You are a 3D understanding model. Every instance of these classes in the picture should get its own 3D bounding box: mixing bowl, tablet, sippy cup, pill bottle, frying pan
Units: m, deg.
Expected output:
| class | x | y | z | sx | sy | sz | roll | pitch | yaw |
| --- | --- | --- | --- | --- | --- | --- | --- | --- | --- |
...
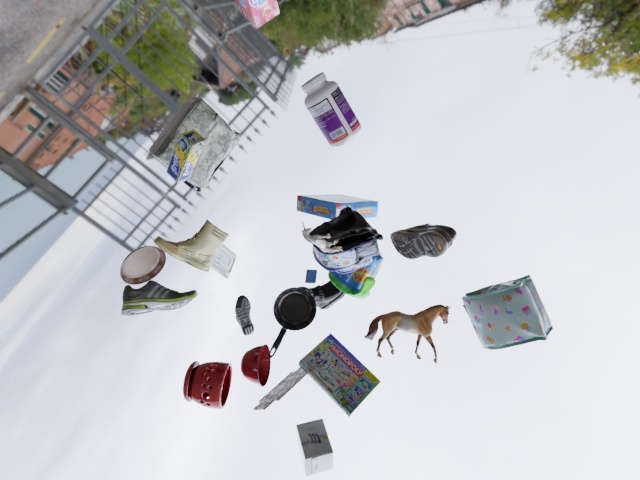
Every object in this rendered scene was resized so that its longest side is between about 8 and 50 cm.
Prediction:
| class | x | y | z | sx | sy | sz | roll | pitch | yaw |
| --- | --- | --- | --- | --- | --- | --- | --- | --- | --- |
| mixing bowl | -0.293 | 0.551 | 1.884 | 0.098 | 0.181 | 0.181 | -1 | -139 | 10 |
| tablet | -0.046 | 0.176 | 2.080 | 0.054 | 0.006 | 0.083 | 1 | -132 | 6 |
| sippy cup | 0.188 | 0.132 | 2.100 | 0.305 | 0.240 | 0.224 | 40 | -70 | 30 |
| pill bottle | 0.047 | -0.615 | 2.000 | 0.181 | 0.323 | 0.181 | -29 | -156 | 14 |
| frying pan | -0.123 | 0.375 | 1.936 | 0.053 | 0.197 | 0.326 | -165 | -99 | -85 |

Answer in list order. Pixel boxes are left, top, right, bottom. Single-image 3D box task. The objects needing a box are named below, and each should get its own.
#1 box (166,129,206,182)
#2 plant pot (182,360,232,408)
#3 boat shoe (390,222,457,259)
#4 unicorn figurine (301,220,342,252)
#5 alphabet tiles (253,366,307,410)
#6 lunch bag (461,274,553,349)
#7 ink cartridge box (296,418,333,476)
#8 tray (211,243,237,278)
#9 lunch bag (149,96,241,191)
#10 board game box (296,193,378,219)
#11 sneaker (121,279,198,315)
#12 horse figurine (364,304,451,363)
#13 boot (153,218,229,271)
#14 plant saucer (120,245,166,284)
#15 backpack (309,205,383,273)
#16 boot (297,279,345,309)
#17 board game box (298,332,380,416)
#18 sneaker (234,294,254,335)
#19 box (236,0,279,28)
| class | x | y | z | sx | sy | sz | roll | pitch | yaw |
| --- | --- | --- | --- | --- | --- | --- | --- | --- | --- |
| box | -0.418 | -0.258 | 1.314 | 0.059 | 0.054 | 0.169 | -41 | 173 | -50 |
| plant pot | -0.481 | 0.610 | 1.806 | 0.191 | 0.174 | 0.191 | 5 | 90 | -90 |
| boat shoe | 0.427 | -0.001 | 1.762 | 0.130 | 0.132 | 0.355 | -27 | -165 | -21 |
| unicorn figurine | 0.000 | 0.000 | 1.526 | 0.111 | 0.162 | 0.060 | -7 | -140 | 46 |
| alphabet tiles | -0.173 | 0.707 | 2.073 | 0.342 | 0.011 | 0.285 | -35 | 178 | -32 |
| lunch bag | 0.672 | 0.271 | 1.560 | 0.160 | 0.223 | 0.262 | -18 | 172 | -46 |
| ink cartridge box | -0.026 | 0.906 | 1.863 | 0.127 | 0.128 | 0.176 | -8 | -148 | -12 |
| tray | -0.507 | 0.077 | 2.120 | 0.030 | 0.270 | 0.145 | 3 | -117 | 29 |
| lunch bag | -0.494 | -0.380 | 1.709 | 0.305 | 0.256 | 0.212 | -55 | -146 | -5 |
| board game box | 0.087 | -0.179 | 2.209 | 0.302 | 0.308 | 0.086 | 18 | -71 | 48 |
| sneaker | -0.637 | 0.215 | 1.692 | 0.111 | 0.300 | 0.121 | -34 | -114 | 47 |
| horse figurine | 0.262 | 0.278 | 1.310 | 0.263 | 0.175 | 0.066 | 3 | -176 | 15 |
| boot | -0.538 | -0.008 | 1.786 | 0.203 | 0.262 | 0.095 | -59 | -154 | 0 |
| plant saucer | -0.628 | 0.082 | 1.497 | 0.029 | 0.168 | 0.168 | 40 | -92 | 29 |
| backpack | 0.091 | 0.012 | 1.810 | 0.263 | 0.213 | 0.276 | -17 | -145 | -18 |
| boot | -0.001 | 0.307 | 2.624 | 0.348 | 0.260 | 0.131 | -51 | -142 | 30 |
| board game box | 0.085 | 0.597 | 1.912 | 0.213 | 0.317 | 0.046 | -35 | 155 | -34 |
| sneaker | -0.416 | 0.375 | 2.217 | 0.086 | 0.229 | 0.132 | -15 | -159 | -26 |
| box | -0.259 | -0.959 | 1.598 | 0.122 | 0.128 | 0.257 | -38 | 163 | -5 |
